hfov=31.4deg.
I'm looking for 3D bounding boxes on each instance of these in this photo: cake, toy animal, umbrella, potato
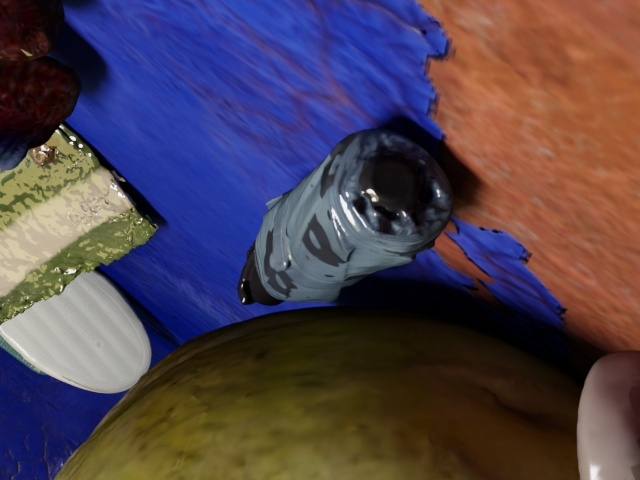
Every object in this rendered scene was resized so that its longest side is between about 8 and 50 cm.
[{"bbox_3d":[-0.266,-0.007,0.909,0.158,0.172,0.283,44,162,-28],"label":"cake"},{"bbox_3d":[-0.203,-0.104,0.570,0.179,0.116,0.218,22,151,49],"label":"toy animal"},{"bbox_3d":[0.002,0.000,0.523,0.053,0.052,0.250,6,169,-11],"label":"umbrella"},{"bbox_3d":[0.039,0.113,0.538,0.330,0.213,0.280,12,158,-39],"label":"potato"}]

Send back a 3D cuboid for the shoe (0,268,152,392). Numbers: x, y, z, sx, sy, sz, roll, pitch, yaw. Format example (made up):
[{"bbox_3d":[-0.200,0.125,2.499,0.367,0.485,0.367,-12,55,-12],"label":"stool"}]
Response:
[{"bbox_3d":[-0.356,0.047,1.353,0.363,0.132,0.160,45,164,-6],"label":"shoe"}]

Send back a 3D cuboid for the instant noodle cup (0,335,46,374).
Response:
[{"bbox_3d":[-0.350,0.106,1.464,0.157,0.070,0.179,33,-163,15],"label":"instant noodle cup"}]

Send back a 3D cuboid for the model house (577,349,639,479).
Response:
[{"bbox_3d":[0.186,0.123,0.335,0.188,0.122,0.229,9,164,38],"label":"model house"}]
